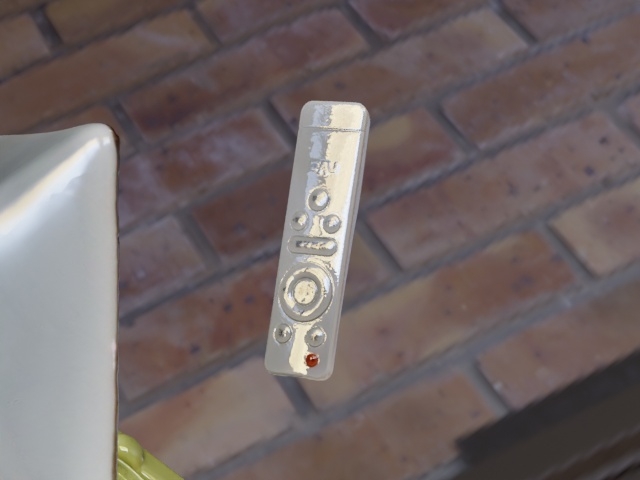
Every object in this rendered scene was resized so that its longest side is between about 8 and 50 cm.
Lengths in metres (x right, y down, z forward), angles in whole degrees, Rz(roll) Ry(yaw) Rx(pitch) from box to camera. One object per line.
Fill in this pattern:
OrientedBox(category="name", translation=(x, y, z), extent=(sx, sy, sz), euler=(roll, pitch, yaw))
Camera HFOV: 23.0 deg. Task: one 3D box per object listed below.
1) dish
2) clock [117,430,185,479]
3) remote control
OrientedBox(category="dish", translation=(-0.166, 0.038, 0.738), extent=(0.080, 0.243, 0.181), euler=(-1, 92, -25))
OrientedBox(category="clock", translation=(-0.163, 0.197, 1.001), extent=(0.170, 0.232, 0.069), euler=(38, 111, -6))
OrientedBox(category="remote control", translation=(0.000, 0.000, 1.036), extent=(0.027, 0.050, 0.184), euler=(22, 75, -61))
